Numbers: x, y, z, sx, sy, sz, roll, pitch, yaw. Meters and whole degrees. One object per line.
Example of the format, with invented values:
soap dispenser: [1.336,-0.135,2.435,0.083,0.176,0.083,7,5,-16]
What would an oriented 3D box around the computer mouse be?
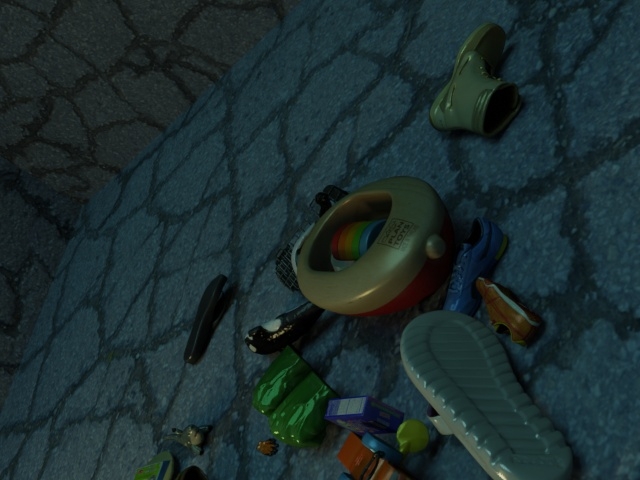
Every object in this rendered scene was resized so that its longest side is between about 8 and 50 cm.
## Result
computer mouse: [-0.026,-0.010,1.807,0.106,0.042,0.193,67,-135,-75]

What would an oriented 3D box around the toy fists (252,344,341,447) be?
toy fists: [-0.051,0.322,1.625,0.142,0.096,0.279,-47,26,-5]

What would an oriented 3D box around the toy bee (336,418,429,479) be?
toy bee: [0.109,0.392,1.267,0.195,0.162,0.298,-57,2,15]

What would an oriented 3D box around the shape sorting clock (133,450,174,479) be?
shape sorting clock: [-0.413,0.604,1.943,0.206,0.040,0.206,-43,28,30]

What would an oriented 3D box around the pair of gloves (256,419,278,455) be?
pair of gloves: [-0.101,0.409,1.695,0.074,0.010,0.083,-2,57,57]

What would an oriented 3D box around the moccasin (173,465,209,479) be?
moccasin: [-0.234,0.580,1.604,0.147,0.139,0.380,-62,18,7]

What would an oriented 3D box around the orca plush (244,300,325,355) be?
orca plush: [-0.053,0.208,1.797,0.287,0.102,0.151,-28,-8,25]

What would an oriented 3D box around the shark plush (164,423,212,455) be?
shark plush: [-0.322,0.457,1.930,0.161,0.067,0.073,-5,56,56]

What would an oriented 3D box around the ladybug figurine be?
ladybug figurine: [0.117,0.025,1.582,0.305,0.162,0.449,-57,22,-12]

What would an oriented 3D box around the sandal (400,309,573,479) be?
sandal: [0.229,0.250,1.239,0.416,0.169,0.102,-115,23,-59]

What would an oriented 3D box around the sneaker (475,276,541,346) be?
sneaker: [0.295,0.112,1.338,0.067,0.064,0.175,-59,23,14]

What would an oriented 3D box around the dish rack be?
dish rack: [0.000,0.000,1.921,0.271,0.074,0.208,-55,26,4]

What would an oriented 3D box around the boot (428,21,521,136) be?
boot: [0.354,-0.339,1.698,0.262,0.095,0.203,-58,27,-2]

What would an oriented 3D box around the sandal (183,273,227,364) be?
sandal: [-0.304,0.214,2.198,0.097,0.054,0.255,0,69,66]

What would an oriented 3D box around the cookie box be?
cookie box: [0.077,0.310,1.434,0.107,0.092,0.040,-18,48,48]

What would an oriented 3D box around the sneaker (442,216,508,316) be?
sneaker: [0.256,0.056,1.441,0.069,0.082,0.209,12,71,58]
